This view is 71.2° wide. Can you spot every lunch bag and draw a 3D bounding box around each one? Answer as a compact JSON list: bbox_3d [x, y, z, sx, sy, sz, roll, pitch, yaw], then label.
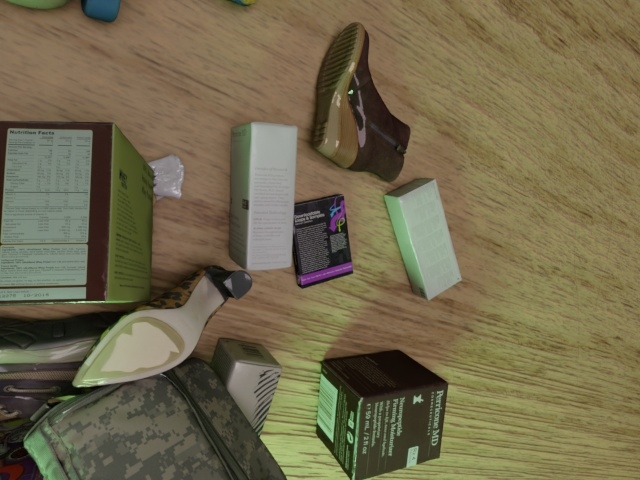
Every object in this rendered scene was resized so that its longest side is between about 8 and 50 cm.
[{"bbox_3d":[-0.220,0.333,0.604,0.212,0.305,0.256,-44,161,12],"label":"lunch bag"}]

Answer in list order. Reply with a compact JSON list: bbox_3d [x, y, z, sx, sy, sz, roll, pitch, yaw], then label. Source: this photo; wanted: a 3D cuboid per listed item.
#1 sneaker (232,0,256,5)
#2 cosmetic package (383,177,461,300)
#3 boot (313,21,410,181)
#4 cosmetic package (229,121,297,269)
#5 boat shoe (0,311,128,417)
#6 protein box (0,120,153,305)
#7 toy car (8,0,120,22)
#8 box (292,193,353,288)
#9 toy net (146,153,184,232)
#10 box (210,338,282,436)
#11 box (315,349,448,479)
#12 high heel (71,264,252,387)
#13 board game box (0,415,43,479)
[{"bbox_3d":[-0.203,-0.470,0.643,0.296,0.130,0.112,46,51,-45],"label":"sneaker"},{"bbox_3d":[0.218,-0.003,0.944,0.098,0.060,0.239,-26,110,-17],"label":"cosmetic package"},{"bbox_3d":[0.092,-0.249,0.844,0.206,0.090,0.249,12,93,-39],"label":"boot"},{"bbox_3d":[-0.100,-0.075,0.749,0.085,0.117,0.231,-3,100,-26],"label":"cosmetic package"},{"bbox_3d":[-0.423,0.186,0.634,0.354,0.132,0.131,2,100,-25],"label":"boat shoe"},{"bbox_3d":[-0.306,-0.021,0.572,0.135,0.200,0.202,0,83,-8],"label":"protein box"},{"bbox_3d":[-0.350,-0.430,0.530,0.219,0.210,0.238,-1,88,-36],"label":"toy car"},{"bbox_3d":[0.000,0.000,0.859,0.115,0.029,0.162,-14,106,-24],"label":"box"},{"bbox_3d":[-0.305,-0.046,0.701,0.122,0.045,0.232,36,80,-2],"label":"toy net"},{"bbox_3d":[-0.166,0.326,0.794,0.094,0.113,0.276,17,93,-29],"label":"box"},{"bbox_3d":[0.117,0.338,0.899,0.203,0.167,0.169,-1,100,-26],"label":"box"},{"bbox_3d":[-0.234,0.122,0.665,0.261,0.186,0.093,-32,101,-26],"label":"high heel"},{"bbox_3d":[-0.542,0.319,0.558,0.346,0.208,0.056,-7,102,-25],"label":"board game box"}]
